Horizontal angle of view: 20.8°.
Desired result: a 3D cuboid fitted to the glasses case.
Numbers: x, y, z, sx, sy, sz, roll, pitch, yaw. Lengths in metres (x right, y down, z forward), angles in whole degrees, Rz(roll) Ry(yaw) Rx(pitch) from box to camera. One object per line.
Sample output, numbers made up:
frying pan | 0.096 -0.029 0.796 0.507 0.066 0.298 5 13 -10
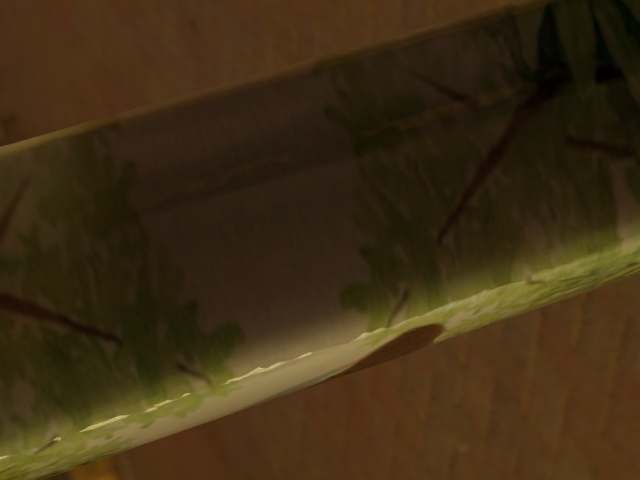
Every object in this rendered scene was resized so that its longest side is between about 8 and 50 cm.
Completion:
glasses case | 0.000 0.000 0.375 0.095 0.272 0.062 138 114 -73
